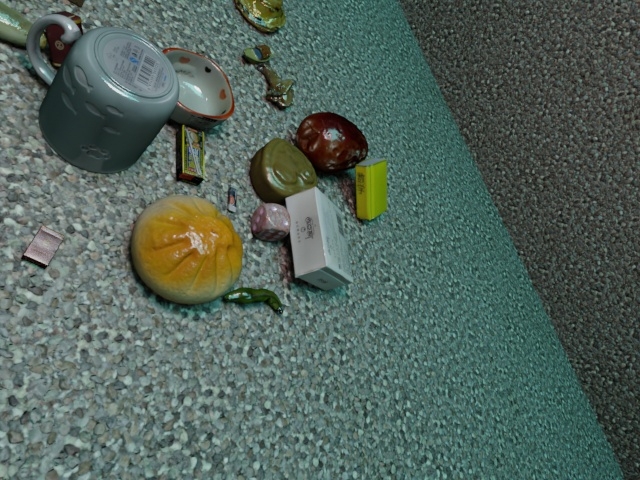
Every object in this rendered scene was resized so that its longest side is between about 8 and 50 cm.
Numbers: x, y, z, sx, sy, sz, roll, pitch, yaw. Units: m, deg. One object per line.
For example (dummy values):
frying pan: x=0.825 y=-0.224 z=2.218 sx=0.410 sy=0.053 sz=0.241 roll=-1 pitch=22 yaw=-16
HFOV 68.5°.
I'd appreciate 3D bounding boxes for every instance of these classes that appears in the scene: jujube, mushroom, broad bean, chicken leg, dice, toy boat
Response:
jujube: x=0.050 y=-0.360 z=1.760 sx=0.318 sy=0.223 sz=0.223 roll=-1 pitch=68 yaw=-54
mushroom: x=-0.812 y=-0.540 z=1.075 sx=0.333 sy=0.087 sz=0.107 roll=7 pitch=67 yaw=-47
broad bean: x=-0.180 y=0.159 z=1.322 sx=0.195 sy=0.046 sz=0.061 roll=22 pitch=50 yaw=-37
chicken leg: x=-0.161 y=-0.588 z=1.772 sx=0.125 sy=0.080 sz=0.196 roll=-1 pitch=67 yaw=-32
dice: x=-0.153 y=-0.055 z=1.442 sx=0.094 sy=0.093 sz=0.091 roll=12 pitch=59 yaw=-39
toy boat: x=-0.234 y=-0.705 z=1.774 sx=0.172 sy=0.066 sz=0.065 roll=-35 pitch=96 yaw=-49

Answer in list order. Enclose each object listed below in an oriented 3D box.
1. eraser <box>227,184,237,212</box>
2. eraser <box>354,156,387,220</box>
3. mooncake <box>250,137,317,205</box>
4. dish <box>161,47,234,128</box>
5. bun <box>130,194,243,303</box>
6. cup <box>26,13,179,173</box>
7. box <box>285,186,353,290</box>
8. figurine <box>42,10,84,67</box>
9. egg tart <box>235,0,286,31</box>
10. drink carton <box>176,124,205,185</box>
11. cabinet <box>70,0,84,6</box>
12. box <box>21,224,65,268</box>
eraser: x=-0.267 y=-0.128 z=1.427 sx=0.027 sy=0.019 sz=0.099 roll=22 pitch=53 yaw=-36
eraser: x=0.197 y=-0.203 z=1.824 sx=0.158 sy=0.069 sz=0.226 roll=-27 pitch=120 yaw=-49
mooncake: x=-0.122 y=-0.232 z=1.567 sx=0.235 sy=0.117 sz=0.234 roll=21 pitch=56 yaw=-35
dish: x=-0.392 y=-0.439 z=1.412 sx=0.256 sy=0.117 sz=0.256 roll=23 pitch=52 yaw=-34
bun: x=-0.312 y=0.011 z=1.187 sx=0.299 sy=0.165 sz=0.298 roll=24 pitch=53 yaw=-36
cup: x=-0.528 y=-0.374 z=1.114 sx=0.356 sy=0.274 sz=0.259 roll=47 pitch=41 yaw=-16
box: x=-0.002 y=0.000 z=1.502 sx=0.203 sy=0.116 sz=0.274 roll=35 pitch=41 yaw=-58
figurine: x=-0.624 y=-0.491 z=1.197 sx=0.098 sy=0.154 sz=0.082 roll=15 pitch=38 yaw=12
egg tart: x=-0.233 y=-0.955 z=1.902 sx=0.241 sy=0.106 sz=0.241 roll=20 pitch=54 yaw=-31
drink carton: x=-0.376 y=-0.246 z=1.360 sx=0.071 sy=0.056 sz=0.165 roll=11 pitch=59 yaw=-38
cabinet: x=-0.718 y=-0.799 z=1.276 sx=0.215 sy=0.148 sz=0.174 roll=23 pitch=52 yaw=-34
box: x=-0.593 y=0.013 z=1.007 sx=0.051 sy=0.023 sz=0.082 roll=33 pitch=47 yaw=-29
